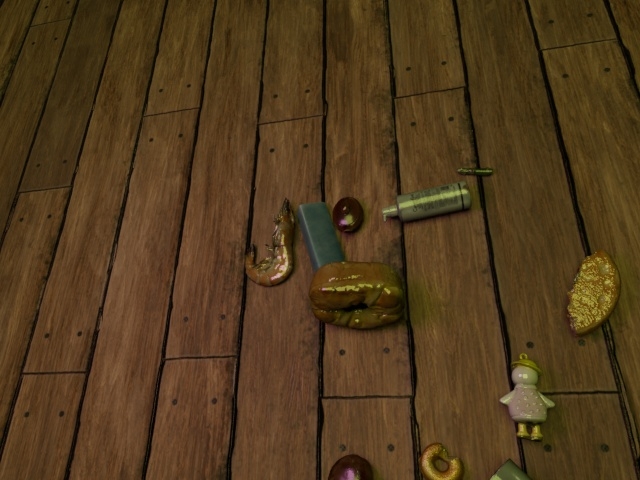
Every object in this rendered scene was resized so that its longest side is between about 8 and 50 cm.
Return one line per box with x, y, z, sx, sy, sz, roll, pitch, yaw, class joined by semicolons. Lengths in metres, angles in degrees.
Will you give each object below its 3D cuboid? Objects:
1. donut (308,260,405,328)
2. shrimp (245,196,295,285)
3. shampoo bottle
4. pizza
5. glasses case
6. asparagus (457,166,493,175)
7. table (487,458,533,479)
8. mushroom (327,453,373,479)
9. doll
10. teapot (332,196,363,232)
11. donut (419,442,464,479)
0.098;0.151;1.384;0.261;0.208;0.128;5;52;2;donut
-0.161;0.003;1.613;0.169;0.058;0.296;-3;67;16;shrimp
0.315;-0.111;1.523;0.262;0.085;0.085;-12;62;9;shampoo bottle
0.707;0.136;1.313;0.127;0.058;0.246;9;69;17;pizza
0.000;0.000;1.568;0.105;0.056;0.266;-21;61;5;glasses case
0.477;-0.215;1.568;0.108;0.021;0.025;4;61;17;asparagus
0.464;0.607;1.106;0.126;0.126;0.220;-43;62;-8;table
0.072;0.595;1.250;0.127;0.087;0.127;-22;42;21;mushroom
0.503;0.378;1.235;0.129;0.081;0.207;3;63;8;doll
0.083;-0.080;1.571;0.098;0.078;0.129;-3;64;13;teapot
0.292;0.550;1.229;0.108;0.043;0.097;27;73;29;donut
